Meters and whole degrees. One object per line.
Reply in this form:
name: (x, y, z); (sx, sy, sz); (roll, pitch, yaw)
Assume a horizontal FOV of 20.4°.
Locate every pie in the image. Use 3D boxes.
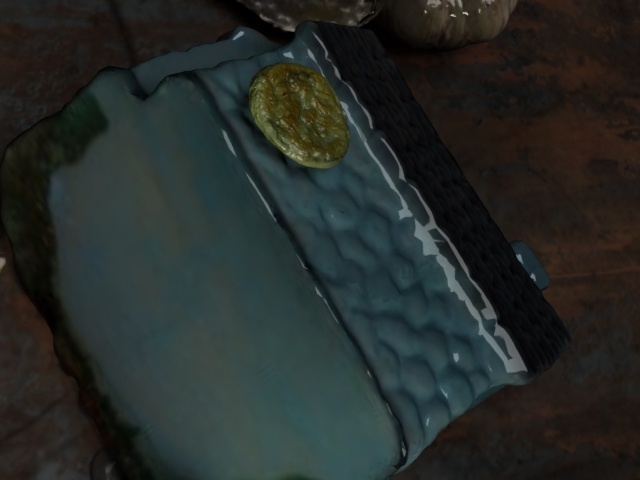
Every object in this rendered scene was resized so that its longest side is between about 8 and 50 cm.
pie: (-0.014, -0.083, 1.191); (0.084, 0.021, 0.084); (23, 51, -32)

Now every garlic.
garlic: (0.100, -0.235, 1.607); (0.159, 0.102, 0.147); (24, 61, 4)

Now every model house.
model house: (0.000, 0.000, 1.365); (0.339, 0.297, 0.360); (-27, 82, -42)

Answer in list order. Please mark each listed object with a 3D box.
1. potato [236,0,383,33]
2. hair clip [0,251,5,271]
potato: (-0.067, -0.285, 1.547); (0.120, 0.100, 0.261); (-33, 110, 2)
hair clip: (-0.358, 0.046, 1.244); (0.292, 0.084, 0.106); (-8, 83, -28)
